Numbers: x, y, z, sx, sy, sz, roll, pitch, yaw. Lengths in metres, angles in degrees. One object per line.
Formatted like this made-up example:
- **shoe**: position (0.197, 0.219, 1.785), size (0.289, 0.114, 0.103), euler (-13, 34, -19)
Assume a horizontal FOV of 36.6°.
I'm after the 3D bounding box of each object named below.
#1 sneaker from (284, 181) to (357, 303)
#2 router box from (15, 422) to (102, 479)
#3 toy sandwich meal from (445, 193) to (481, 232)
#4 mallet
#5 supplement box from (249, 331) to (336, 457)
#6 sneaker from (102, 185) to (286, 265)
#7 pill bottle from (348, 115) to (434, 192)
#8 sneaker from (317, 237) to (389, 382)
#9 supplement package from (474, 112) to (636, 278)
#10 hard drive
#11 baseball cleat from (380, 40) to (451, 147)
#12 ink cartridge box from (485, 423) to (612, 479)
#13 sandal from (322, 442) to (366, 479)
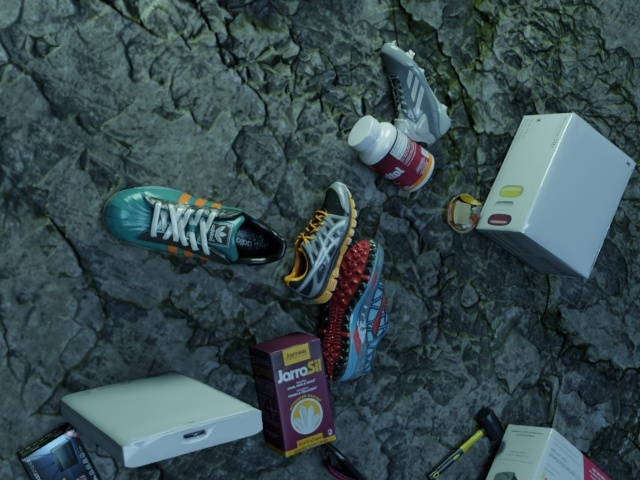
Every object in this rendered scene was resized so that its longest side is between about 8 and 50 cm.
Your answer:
- **sneaker**: position (0.000, 0.000, 1.688), size (0.083, 0.084, 0.214), euler (15, 87, -25)
- **router box**: position (-0.403, 0.360, 1.506), size (0.092, 0.038, 0.122), euler (-31, 108, -24)
- **toy sandwich meal**: position (0.279, -0.053, 1.873), size (0.086, 0.029, 0.085), euler (-3, 95, -30)
- **mallet**: position (0.289, 0.418, 1.917), size (0.190, 0.039, 0.062), euler (-44, 110, -15)
- **supplement box**: position (-0.048, 0.265, 1.679), size (0.104, 0.081, 0.188), euler (-14, 101, -28)
- **sneaker**: position (-0.191, -0.022, 1.550), size (0.302, 0.121, 0.108), euler (11, 88, -30)
- **pill bottle**: position (0.126, -0.158, 1.744), size (0.152, 0.086, 0.086), euler (33, 78, -27)
- **sneaker**: position (0.069, 0.125, 1.744), size (0.125, 0.104, 0.261), euler (14, 91, -48)
- **supplement package**: position (0.465, -0.089, 1.912), size (0.204, 0.145, 0.261), euler (31, 78, -28)
- **hard drive**: position (-0.244, 0.257, 1.433), size (0.203, 0.307, 0.040), euler (-10, 98, -29)
- **baseball cleat**: position (0.158, -0.258, 1.764), size (0.109, 0.072, 0.206), euler (-45, 110, -12)
- **ink cartridge box**: position (0.428, 0.553, 1.922), size (0.226, 0.131, 0.306), euler (41, 61, -27)
- **sandal**: position (0.045, 0.422, 1.758), size (0.040, 0.067, 0.179), euler (-43, 116, -8)
